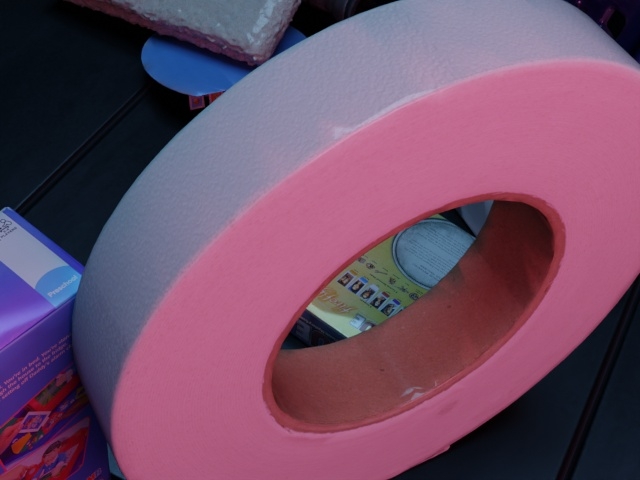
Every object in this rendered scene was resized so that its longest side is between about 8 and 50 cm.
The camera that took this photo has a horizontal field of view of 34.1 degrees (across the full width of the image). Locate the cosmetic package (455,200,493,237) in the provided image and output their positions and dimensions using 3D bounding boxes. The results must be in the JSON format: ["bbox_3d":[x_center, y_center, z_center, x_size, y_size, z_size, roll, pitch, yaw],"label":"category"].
[{"bbox_3d":[0.177,-0.046,0.942,0.099,0.060,0.239,-18,53,-21],"label":"cosmetic package"}]

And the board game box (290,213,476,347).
[{"bbox_3d":[0.000,0.000,0.887,0.243,0.042,0.165,34,52,21],"label":"board game box"}]

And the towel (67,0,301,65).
[{"bbox_3d":[-0.131,-0.291,1.052,0.282,0.049,0.187,24,78,21],"label":"towel"}]

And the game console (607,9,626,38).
[{"bbox_3d":[0.424,-0.188,1.102,0.361,0.044,0.213,30,60,13],"label":"game console"}]

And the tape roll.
[{"bbox_3d":[0.044,0.029,0.638,0.392,0.392,0.072,-18,54,-23],"label":"tape roll"}]

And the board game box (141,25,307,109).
[{"bbox_3d":[-0.092,-0.173,1.034,0.168,0.033,0.133,-15,42,-20],"label":"board game box"}]

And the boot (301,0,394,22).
[{"bbox_3d":[0.040,-0.363,1.171,0.223,0.118,0.338,24,61,17],"label":"boot"}]

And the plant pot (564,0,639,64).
[{"bbox_3d":[0.214,-0.292,0.978,0.236,0.236,0.212,0,49,-21],"label":"plant pot"}]

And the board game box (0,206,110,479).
[{"bbox_3d":[-0.272,0.166,0.570,0.078,0.233,0.347,35,52,21],"label":"board game box"}]
